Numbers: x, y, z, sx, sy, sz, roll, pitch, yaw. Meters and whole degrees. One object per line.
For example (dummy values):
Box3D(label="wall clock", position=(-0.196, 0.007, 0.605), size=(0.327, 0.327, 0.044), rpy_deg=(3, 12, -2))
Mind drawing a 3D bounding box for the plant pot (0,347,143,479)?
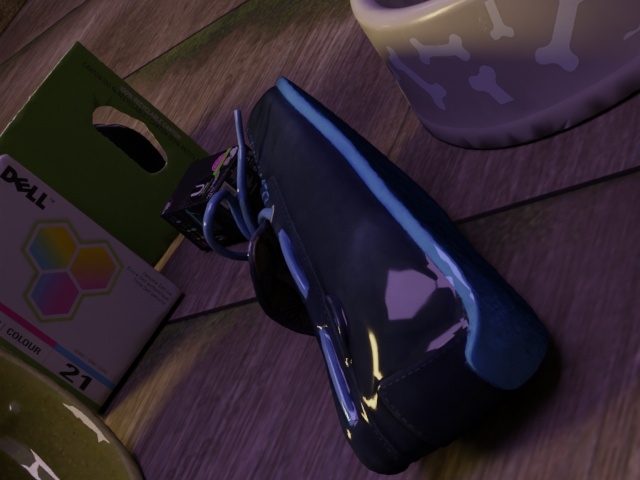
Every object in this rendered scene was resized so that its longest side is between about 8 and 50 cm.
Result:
Box3D(label="plant pot", position=(-0.294, 0.212, 0.716), size=(0.253, 0.276, 0.276), rpy_deg=(-59, 24, 8))

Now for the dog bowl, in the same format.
Box3D(label="dog bowl", position=(0.161, -0.225, 0.729), size=(0.349, 0.102, 0.348), rpy_deg=(-39, 27, 24))

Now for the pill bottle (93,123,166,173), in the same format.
Box3D(label="pill bottle", position=(-0.248, -0.030, 1.096), size=(0.219, 0.123, 0.122), rpy_deg=(-18, 39, 51))

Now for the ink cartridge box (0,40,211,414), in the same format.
Box3D(label="ink cartridge box", position=(-0.198, -0.014, 0.914), size=(0.255, 0.189, 0.097), rpy_deg=(-56, 25, -14))

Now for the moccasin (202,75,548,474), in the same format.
Box3D(label="moccasin", position=(0.000, 0.000, 0.638), size=(0.117, 0.138, 0.342), rpy_deg=(-50, 24, 10))

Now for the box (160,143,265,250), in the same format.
Box3D(label="box", position=(-0.080, -0.034, 0.913), size=(0.083, 0.052, 0.062), rpy_deg=(-14, 42, 53))
